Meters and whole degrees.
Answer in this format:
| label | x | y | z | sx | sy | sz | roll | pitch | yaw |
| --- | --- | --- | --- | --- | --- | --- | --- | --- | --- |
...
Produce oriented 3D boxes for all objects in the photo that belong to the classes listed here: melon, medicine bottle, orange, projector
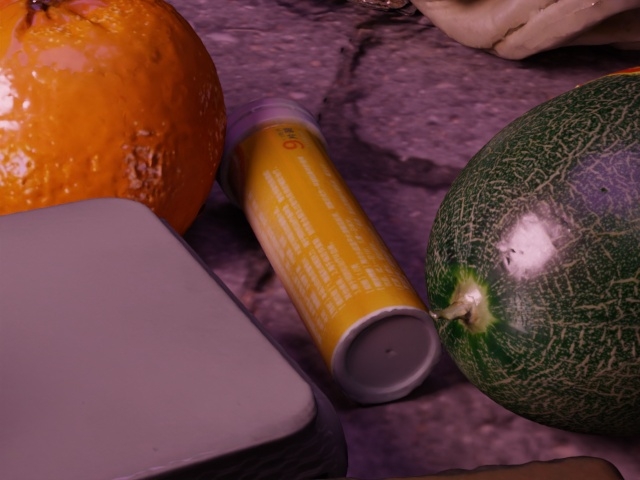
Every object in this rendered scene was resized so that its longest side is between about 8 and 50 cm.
| label | x | y | z | sx | sy | sz | roll | pitch | yaw |
| --- | --- | --- | --- | --- | --- | --- | --- | --- | --- |
| melon | 0.163 | 0.005 | 0.709 | 0.288 | 0.182 | 0.182 | -20 | 40 | -36 |
| medicine bottle | 0.000 | 0.000 | 0.795 | 0.074 | 0.074 | 0.218 | -6 | 35 | -19 |
| orange | -0.146 | -0.074 | 0.806 | 0.193 | 0.161 | 0.193 | 9 | 31 | -5 |
| projector | -0.143 | 0.088 | 0.596 | 0.250 | 0.108 | 0.198 | -13 | 36 | -30 |

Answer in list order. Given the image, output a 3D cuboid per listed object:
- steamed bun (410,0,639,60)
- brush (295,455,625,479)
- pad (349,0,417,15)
| label | x | y | z | sx | sy | sz | roll | pitch | yaw |
| --- | --- | --- | --- | --- | --- | --- | --- | --- | --- |
| steamed bun | 0.226 | -0.271 | 1.130 | 0.394 | 0.237 | 0.346 | -8 | 57 | 13 |
| brush | 0.025 | 0.145 | 0.515 | 0.197 | 0.123 | 0.059 | -2 | 29 | -14 |
| pad | 0.039 | -0.264 | 1.277 | 0.174 | 0.022 | 0.233 | 15 | 31 | 16 |
